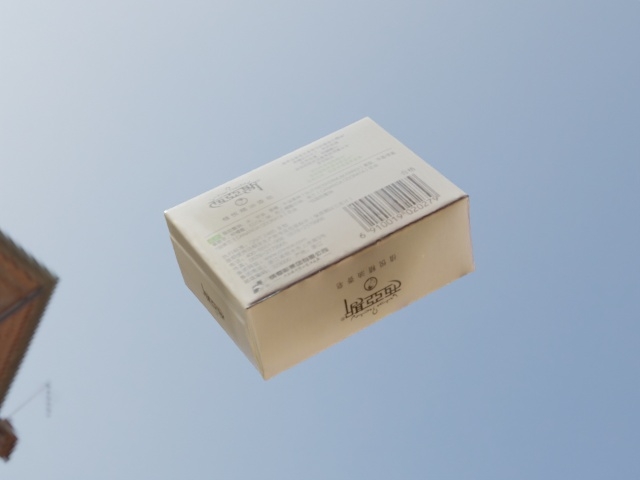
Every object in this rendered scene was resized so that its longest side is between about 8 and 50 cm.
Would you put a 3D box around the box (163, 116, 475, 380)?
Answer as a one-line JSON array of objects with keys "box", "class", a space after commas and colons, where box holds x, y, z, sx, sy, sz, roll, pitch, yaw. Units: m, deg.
[{"box": [0.000, 0.000, 1.195, 0.194, 0.260, 0.111, 45, -23, 46], "class": "box"}]
